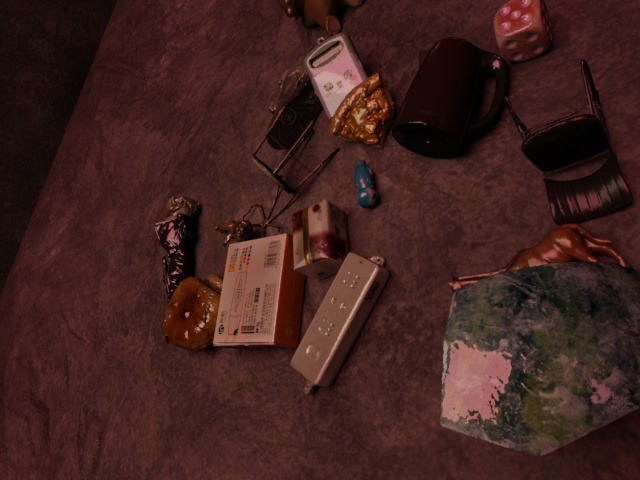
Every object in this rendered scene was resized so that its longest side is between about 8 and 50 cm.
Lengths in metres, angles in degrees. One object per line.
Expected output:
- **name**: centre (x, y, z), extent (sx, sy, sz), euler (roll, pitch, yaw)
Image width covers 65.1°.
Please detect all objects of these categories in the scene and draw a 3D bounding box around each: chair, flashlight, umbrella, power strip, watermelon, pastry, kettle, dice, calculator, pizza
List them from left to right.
- **umbrella**: centre (-0.432, 0.026, 1.508), extent (0.113, 0.106, 0.357), euler (-21, 59, 28)
- **pastry**: centre (-0.330, 0.196, 1.350), extent (0.229, 0.100, 0.218), euler (-49, 48, 11)
- **chair**: centre (-0.115, -0.166, 1.297), extent (0.325, 0.170, 0.160), euler (-49, 51, 5)
- **power strip**: centre (0.038, 0.177, 1.077), extent (0.098, 0.058, 0.338), euler (28, 91, 43)
- **calculator**: centre (0.050, -0.404, 1.270), extent (0.141, 0.045, 0.245), euler (-25, 87, 25)
- **flashlight**: centre (0.101, -0.133, 1.168), extent (0.051, 0.051, 0.128), euler (-30, 52, 27)
- **pizza**: centre (0.106, -0.288, 1.203), extent (0.182, 0.062, 0.161), euler (-32, 84, 23)
- **kettle**: centre (0.275, -0.303, 1.042), extent (0.202, 0.144, 0.232), euler (16, 79, 23)
- **dice**: centre (0.407, -0.425, 1.007), extent (0.091, 0.093, 0.094), euler (-9, 67, 38)
- **watermelon**: centre (0.323, 0.178, 0.732), extent (0.388, 0.258, 0.228), euler (-13, 59, -12)
- **chair**: centre (0.417, -0.156, 0.846), extent (0.140, 0.145, 0.220), euler (-21, 60, 33)

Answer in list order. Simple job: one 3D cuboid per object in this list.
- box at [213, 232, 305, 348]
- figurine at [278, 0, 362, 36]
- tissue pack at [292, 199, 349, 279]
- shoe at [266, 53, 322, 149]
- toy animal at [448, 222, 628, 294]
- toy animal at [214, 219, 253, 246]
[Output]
- **box**: centre (-0.148, 0.131, 1.231), extent (0.221, 0.091, 0.273), euler (-8, 66, 39)
- **figurine**: centre (-0.031, -0.716, 1.452), extent (0.177, 0.173, 0.247), euler (-50, 47, 11)
- **tissue pack**: centre (0.000, 0.000, 1.158), extent (0.106, 0.099, 0.148), euler (-22, 58, 31)
- **shoe**: centre (-0.076, -0.392, 1.397), extent (0.292, 0.109, 0.149), euler (-55, 44, 1)
- **toy animal**: centre (0.357, 0.060, 0.853), extent (0.230, 0.066, 0.224), euler (36, 102, 32)
- **toy animal**: centre (-0.246, -0.017, 1.397), extent (0.220, 0.069, 0.086), euler (9, 76, 55)
